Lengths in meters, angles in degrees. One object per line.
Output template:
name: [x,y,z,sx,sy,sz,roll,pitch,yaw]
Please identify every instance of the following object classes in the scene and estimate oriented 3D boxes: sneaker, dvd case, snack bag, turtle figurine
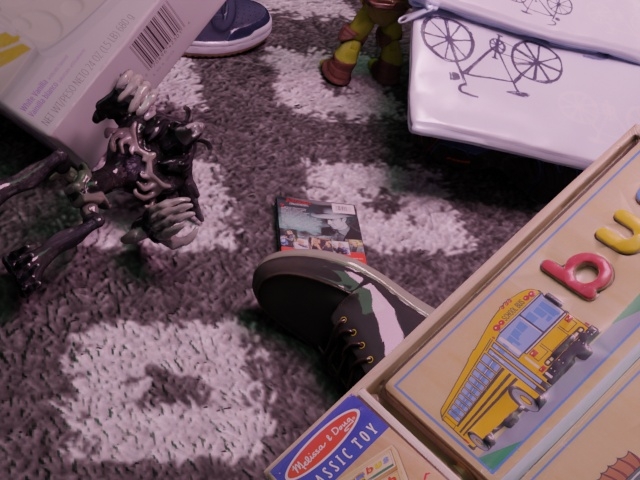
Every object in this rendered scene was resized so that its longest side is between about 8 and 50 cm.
sneaker: [0.028,0.089,0.848,0.222,0.083,0.118,24,39,9]
sneaker: [-0.183,-0.311,1.214,0.282,0.153,0.099,-3,42,-21]
dvd case: [0.000,0.000,1.005,0.087,0.013,0.119,5,40,-12]
snack bag: [0.245,-0.231,1.133,0.323,0.037,0.342,12,64,-12]
turtle figurine: [0.088,-0.295,1.232,0.269,0.217,0.087,-16,47,-33]
sneaker: [0.231,-0.110,1.167,0.221,0.083,0.087,24,34,8]

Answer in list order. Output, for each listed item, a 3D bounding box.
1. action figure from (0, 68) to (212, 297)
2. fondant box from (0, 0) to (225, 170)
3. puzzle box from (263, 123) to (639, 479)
action figure: [-0.175,-0.059,0.907,0.141,0.164,0.275,-11,21,46]
fondant box: [-0.299,-0.256,1.054,0.330,0.096,0.238,33,82,23]
puzzle box: [0.192,0.114,0.706,0.409,0.052,0.272,-42,50,-11]
